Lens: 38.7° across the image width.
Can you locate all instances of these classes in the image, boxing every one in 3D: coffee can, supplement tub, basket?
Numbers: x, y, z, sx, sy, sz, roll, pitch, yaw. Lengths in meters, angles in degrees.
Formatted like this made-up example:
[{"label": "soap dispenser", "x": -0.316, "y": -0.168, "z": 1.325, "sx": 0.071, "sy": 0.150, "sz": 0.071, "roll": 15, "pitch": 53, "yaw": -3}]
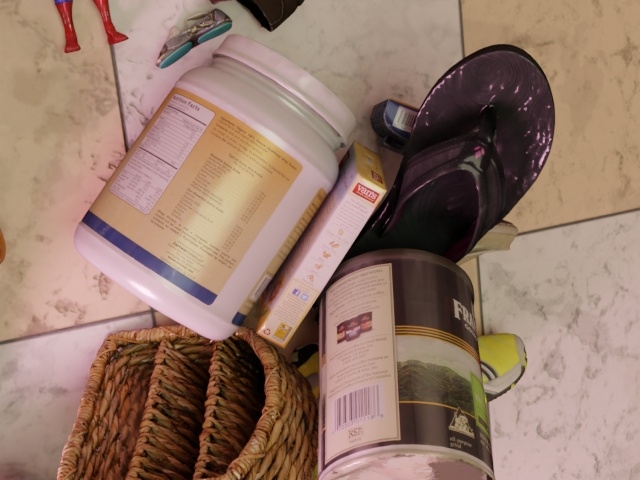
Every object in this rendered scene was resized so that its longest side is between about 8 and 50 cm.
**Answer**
[{"label": "coffee can", "x": 0.095, "y": 0.178, "z": 1.087, "sx": 0.202, "sy": 0.275, "sz": 0.201, "roll": 0, "pitch": 140, "yaw": 0}, {"label": "supplement tub", "x": -0.120, "y": -0.064, "z": 1.102, "sx": 0.228, "sy": 0.228, "sz": 0.316, "roll": 36, "pitch": 85, "yaw": -24}, {"label": "basket", "x": -0.143, "y": 0.219, "z": 1.083, "sx": 0.213, "sy": 0.299, "sz": 0.223, "roll": -35, "pitch": 115, "yaw": 22}]

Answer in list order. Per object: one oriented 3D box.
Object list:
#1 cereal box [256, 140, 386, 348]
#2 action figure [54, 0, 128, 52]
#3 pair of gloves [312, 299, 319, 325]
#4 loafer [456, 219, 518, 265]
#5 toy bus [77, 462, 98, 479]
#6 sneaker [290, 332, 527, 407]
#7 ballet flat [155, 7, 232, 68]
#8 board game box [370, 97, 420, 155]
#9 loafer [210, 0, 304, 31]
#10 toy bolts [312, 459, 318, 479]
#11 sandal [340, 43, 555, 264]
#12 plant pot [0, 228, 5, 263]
[{"label": "cereal box", "x": 0.000, "y": 0.000, "z": 1.156, "sx": 0.047, "sy": 0.173, "sz": 0.240, "roll": 31, "pitch": 108, "yaw": -10}, {"label": "action figure", "x": -0.283, "y": -0.362, "z": 1.034, "sx": 0.092, "sy": 0.139, "sz": 0.280, "roll": -17, "pitch": 103, "yaw": -20}, {"label": "pair of gloves", "x": -0.012, "y": 0.078, "z": 1.292, "sx": 0.083, "sy": 0.010, "sz": 0.074, "roll": 22, "pitch": 92, "yaw": -22}, {"label": "loafer", "x": 0.153, "y": 0.016, "z": 1.305, "sx": 0.269, "sy": 0.102, "sz": 0.092, "roll": -7, "pitch": 104, "yaw": -11}, {"label": "toy bus", "x": -0.219, "y": 0.438, "z": 1.207, "sx": 0.108, "sy": 0.130, "sz": 0.332, "roll": -47, "pitch": 113, "yaw": -9}, {"label": "sneaker", "x": 0.135, "y": 0.178, "z": 1.304, "sx": 0.385, "sy": 0.145, "sz": 0.147, "roll": -12, "pitch": 86, "yaw": -28}, {"label": "ballet flat", "x": -0.167, "y": -0.259, "z": 1.155, "sx": 0.114, "sy": 0.041, "sz": 0.041, "roll": -34, "pitch": 111, "yaw": -14}, {"label": "board game box", "x": 0.159, "y": -0.128, "z": 1.247, "sx": 0.194, "sy": 0.194, "sz": 0.060, "roll": 20, "pitch": 92, "yaw": -5}, {"label": "loafer", "x": -0.120, "y": -0.332, "z": 1.132, "sx": 0.220, "sy": 0.080, "sz": 0.078, "roll": 27, "pitch": 88, "yaw": -24}, {"label": "toy bolts", "x": -0.027, "y": 0.372, "z": 1.214, "sx": 0.218, "sy": 0.158, "sz": 0.228, "roll": 28, "pitch": 58, "yaw": -19}, {"label": "sandal", "x": 0.146, "y": -0.029, "z": 1.128, "sx": 0.168, "sy": 0.107, "sz": 0.445, "roll": 25, "pitch": 121, "yaw": -8}, {"label": "plant pot", "x": -0.487, "y": 0.004, "z": 0.992, "sx": 0.188, "sy": 0.205, "sz": 0.205, "roll": -38, "pitch": 112, "yaw": 4}]
